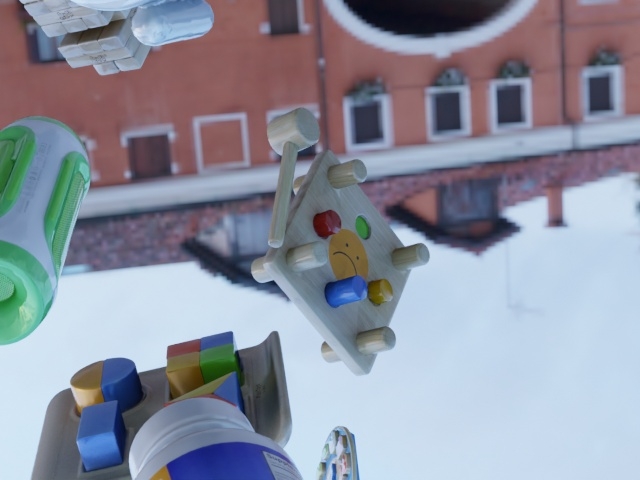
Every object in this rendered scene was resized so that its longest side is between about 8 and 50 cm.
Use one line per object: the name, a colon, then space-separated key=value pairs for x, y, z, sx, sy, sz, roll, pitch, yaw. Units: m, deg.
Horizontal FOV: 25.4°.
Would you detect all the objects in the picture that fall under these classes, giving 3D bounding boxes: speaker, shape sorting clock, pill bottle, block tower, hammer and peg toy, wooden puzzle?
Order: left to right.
speaker: x=-0.321 y=-0.018 z=1.501 sx=0.131 sy=0.131 sz=0.296 roll=-3 pitch=-148 yaw=3
block tower: x=-0.299 y=-0.325 z=1.525 sx=0.091 sy=0.335 sz=0.097 roll=-6 pitch=-133 yaw=30
wooden puzzle: x=-0.214 y=0.214 z=1.826 sx=0.348 sy=0.080 sz=0.322 roll=-17 pitch=-161 yaw=1
pill bottle: x=-0.070 y=0.243 z=1.113 sx=0.152 sy=0.152 sz=0.272 roll=-9 pitch=-149 yaw=-17
hammer and peg toy: x=0.000 y=0.000 z=2.104 sx=0.127 sy=0.361 sz=0.266 roll=-16 pitch=-144 yaw=37
shape sorting clock: x=0.020 y=0.386 z=2.167 sx=0.040 sy=0.206 sz=0.206 roll=10 pitch=-169 yaw=-17

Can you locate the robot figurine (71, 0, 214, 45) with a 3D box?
robot figurine: x=-0.170 y=-0.345 z=1.429 sx=0.200 sy=0.300 sz=0.353 roll=3 pitch=-160 yaw=25
